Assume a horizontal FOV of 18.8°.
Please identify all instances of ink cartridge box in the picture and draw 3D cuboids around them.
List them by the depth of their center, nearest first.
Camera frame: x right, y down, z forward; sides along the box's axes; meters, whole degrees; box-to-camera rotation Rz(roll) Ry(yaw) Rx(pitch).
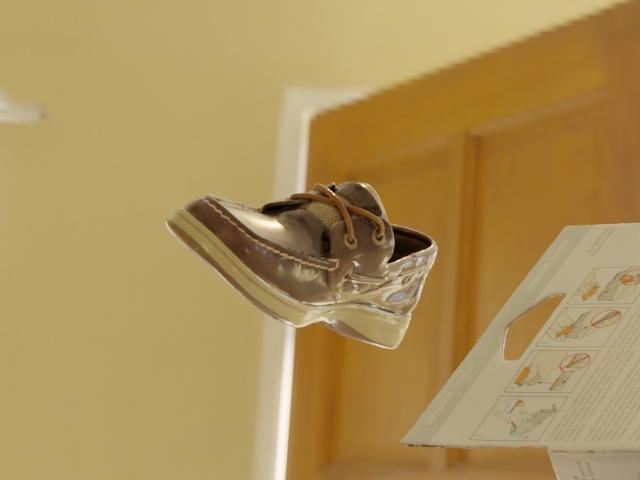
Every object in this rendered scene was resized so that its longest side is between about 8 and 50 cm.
[{"bbox_3d":[0.220,0.078,1.297,0.239,0.060,0.275,-5,30,39],"label":"ink cartridge box"}]

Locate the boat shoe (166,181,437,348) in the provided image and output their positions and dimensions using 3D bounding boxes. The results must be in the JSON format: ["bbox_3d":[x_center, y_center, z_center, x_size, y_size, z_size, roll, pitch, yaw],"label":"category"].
[{"bbox_3d":[0.000,0.000,1.605,0.123,0.123,0.342,40,9,33],"label":"boat shoe"}]
